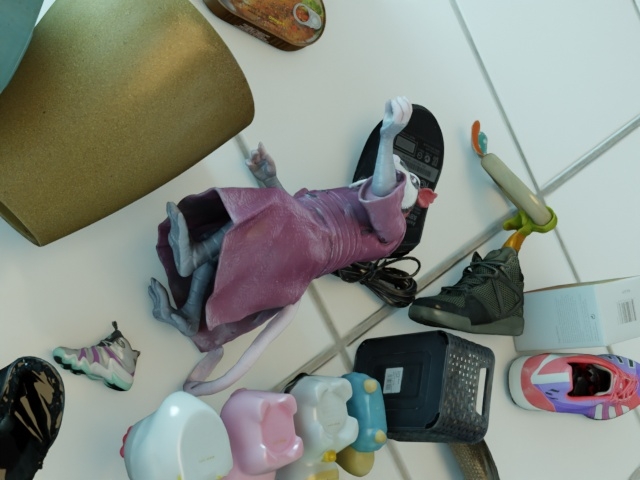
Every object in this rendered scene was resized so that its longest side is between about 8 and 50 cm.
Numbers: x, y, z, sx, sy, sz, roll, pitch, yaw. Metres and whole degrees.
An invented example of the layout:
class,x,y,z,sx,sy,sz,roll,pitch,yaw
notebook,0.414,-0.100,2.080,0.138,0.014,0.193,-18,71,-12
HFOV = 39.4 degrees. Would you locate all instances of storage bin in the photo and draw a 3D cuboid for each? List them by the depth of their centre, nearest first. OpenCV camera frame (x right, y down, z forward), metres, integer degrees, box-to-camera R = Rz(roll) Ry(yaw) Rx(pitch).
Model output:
class,x,y,z,sx,sy,sz,roll,pitch,yaw
storage bin,0.124,0.188,1.136,0.084,0.180,0.122,22,68,-32

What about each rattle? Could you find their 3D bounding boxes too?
class,x,y,z,sx,sy,sz,roll,pitch,yaw
rattle,0.258,-0.065,1.385,0.199,0.143,0.130,45,24,-4

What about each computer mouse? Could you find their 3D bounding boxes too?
class,x,y,z,sx,sy,sz,roll,pitch,yaw
computer mouse,0.085,-0.060,1.235,0.188,0.072,0.272,26,78,-32

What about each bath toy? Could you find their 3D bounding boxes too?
class,x,y,z,sx,sy,sz,roll,pitch,yaw
bath toy,-0.073,0.224,0.974,0.348,0.129,0.151,6,77,-50

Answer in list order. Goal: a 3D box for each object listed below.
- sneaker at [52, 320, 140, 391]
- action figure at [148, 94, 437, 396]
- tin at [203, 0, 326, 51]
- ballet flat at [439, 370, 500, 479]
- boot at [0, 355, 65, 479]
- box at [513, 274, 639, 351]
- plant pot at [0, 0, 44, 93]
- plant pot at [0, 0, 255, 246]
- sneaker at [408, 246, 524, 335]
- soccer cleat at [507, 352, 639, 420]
class,x,y,z,sx,sy,sz,roll,pitch,yaw
sneaker,-0.240,0.117,0.971,0.098,0.038,0.069,35,60,-37
action figure,0.000,0.000,1.030,0.370,0.248,0.276,-15,90,-31
tin,-0.076,-0.321,1.183,0.189,0.040,0.106,22,72,-32
ballet flat,0.204,0.300,1.259,0.084,0.058,0.250,-56,126,-70
boot,-0.333,0.212,0.772,0.094,0.207,0.246,41,60,-24
box,0.394,0.111,1.361,0.130,0.170,0.091,-7,87,-38
plant pot,-0.431,-0.246,0.738,0.334,0.341,0.341,25,66,-40
plant pot,-0.237,-0.122,0.920,0.237,0.237,0.254,48,70,-19
sneaker,0.213,0.069,1.276,0.227,0.087,0.130,5,90,-39
soccer cleat,0.438,0.227,1.404,0.318,0.116,0.109,9,75,-35
